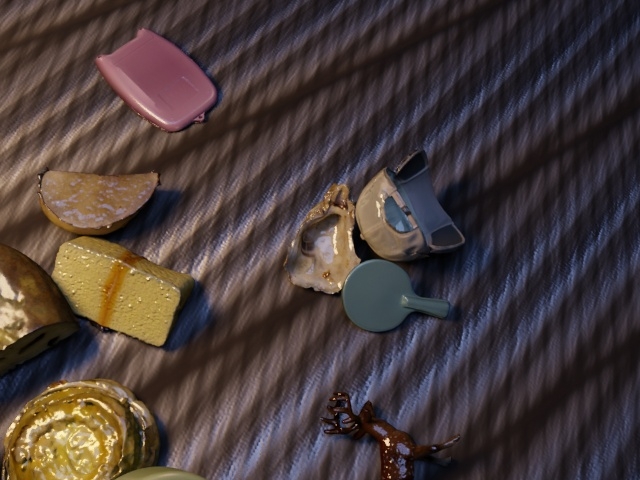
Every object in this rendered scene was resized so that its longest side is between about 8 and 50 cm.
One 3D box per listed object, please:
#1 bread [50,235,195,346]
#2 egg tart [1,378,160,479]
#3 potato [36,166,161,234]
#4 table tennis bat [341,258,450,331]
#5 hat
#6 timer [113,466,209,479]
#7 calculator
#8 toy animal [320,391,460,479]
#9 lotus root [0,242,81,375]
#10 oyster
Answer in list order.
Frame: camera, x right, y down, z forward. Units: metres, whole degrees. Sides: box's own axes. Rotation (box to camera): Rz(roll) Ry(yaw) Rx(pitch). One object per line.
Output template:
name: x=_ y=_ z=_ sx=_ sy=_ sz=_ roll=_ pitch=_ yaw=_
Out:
bread: x=-0.390 y=0.081 z=1.432 sx=0.265 sy=0.142 sz=0.178 roll=21 pitch=48 yaw=2
egg tart: x=-0.427 y=0.372 z=1.288 sx=0.278 sy=0.095 sz=0.279 roll=4 pitch=64 yaw=-8
potato: x=-0.454 y=-0.069 z=1.500 sx=0.243 sy=0.098 sz=0.138 roll=0 pitch=67 yaw=-14
table tennis bat: x=0.157 y=0.121 z=1.499 sx=0.237 sy=0.038 sz=0.149 roll=11 pitch=91 yaw=-12
hat: x=0.186 y=-0.063 z=1.547 sx=0.275 sy=0.161 sz=0.232 roll=-30 pitch=99 yaw=-47
timer: x=-0.218 y=0.478 z=1.102 sx=0.290 sy=0.315 sz=0.291 roll=11 pitch=63 yaw=-23
calculator: x=-0.375 y=-0.375 z=1.690 sx=0.294 sy=0.043 sz=0.194 roll=42 pitch=65 yaw=12
toy animal: x=0.131 y=0.405 z=1.350 sx=0.259 sy=0.087 sz=0.244 roll=6 pitch=62 yaw=-8
lotus root: x=-0.628 y=0.112 z=1.332 sx=0.267 sy=0.149 sz=0.260 roll=-31 pitch=75 yaw=-7
oyster: x=0.015 y=-0.004 z=1.540 sx=0.161 sy=0.107 sz=0.233 roll=17 pitch=80 yaw=-11
